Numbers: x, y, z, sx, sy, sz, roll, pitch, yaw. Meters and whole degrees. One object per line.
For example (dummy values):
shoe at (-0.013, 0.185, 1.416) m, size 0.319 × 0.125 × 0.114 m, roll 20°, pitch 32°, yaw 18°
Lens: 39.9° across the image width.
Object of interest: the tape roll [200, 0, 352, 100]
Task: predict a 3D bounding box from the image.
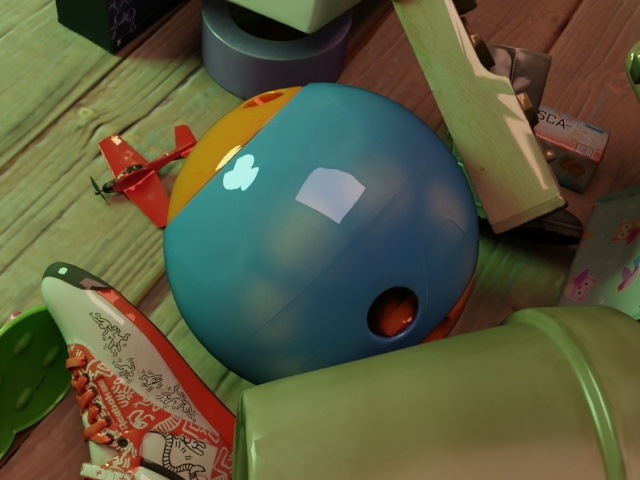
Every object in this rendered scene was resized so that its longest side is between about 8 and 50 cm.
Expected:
tape roll at (-0.057, -0.267, 1.120) m, size 0.189 × 0.080 × 0.189 m, roll 3°, pitch 55°, yaw -5°

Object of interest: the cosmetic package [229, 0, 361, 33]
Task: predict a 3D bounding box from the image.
cosmetic package at (-0.001, -0.426, 1.102) m, size 0.230 × 0.161 × 0.453 m, roll 25°, pitch 35°, yaw 11°

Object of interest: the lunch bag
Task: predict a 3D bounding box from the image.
lunch bag at (0.371, 0.092, 0.875) m, size 0.262 × 0.160 × 0.223 m, roll 42°, pitch 54°, yaw -17°

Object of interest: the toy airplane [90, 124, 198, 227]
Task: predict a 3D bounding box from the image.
toy airplane at (-0.188, -0.083, 1.004) m, size 0.151 × 0.028 × 0.151 m, roll 3°, pitch 54°, yaw -4°

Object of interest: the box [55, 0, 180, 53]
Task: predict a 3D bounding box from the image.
box at (-0.220, -0.393, 1.122) m, size 0.103 × 0.184 × 0.261 m, roll 33°, pitch 57°, yaw 12°

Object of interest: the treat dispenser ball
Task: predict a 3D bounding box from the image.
treat dispenser ball at (0.000, 0.000, 0.811) m, size 0.288 × 0.288 × 0.288 m, roll 4°, pitch 55°, yaw -5°

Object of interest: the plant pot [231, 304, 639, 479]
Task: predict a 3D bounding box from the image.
plant pot at (0.078, 0.207, 0.650) m, size 0.280 × 0.323 × 0.323 m, roll 1°, pitch 55°, yaw -8°

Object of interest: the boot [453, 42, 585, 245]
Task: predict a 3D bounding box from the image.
boot at (0.231, -0.111, 1.006) m, size 0.190 × 0.076 × 0.208 m, roll 17°, pitch 78°, yaw 3°

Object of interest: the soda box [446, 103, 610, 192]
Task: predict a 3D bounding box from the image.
soda box at (0.252, -0.130, 1.075) m, size 0.183 × 0.063 × 0.058 m, roll 25°, pitch 55°, yaw 9°

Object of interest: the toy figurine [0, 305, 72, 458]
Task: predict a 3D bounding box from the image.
toy figurine at (-0.334, 0.106, 0.821) m, size 0.159 × 0.130 × 0.173 m, roll 25°, pitch 79°, yaw 26°

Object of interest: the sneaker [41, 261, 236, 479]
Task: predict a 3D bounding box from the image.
sneaker at (-0.175, 0.155, 0.749) m, size 0.270 × 0.090 × 0.145 m, roll 49°, pitch 62°, yaw -11°

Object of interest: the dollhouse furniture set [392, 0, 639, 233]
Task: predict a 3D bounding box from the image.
dollhouse furniture set at (0.303, -0.201, 0.828) m, size 0.394 × 0.362 × 0.256 m, roll -25°, pitch 85°, yaw 16°
